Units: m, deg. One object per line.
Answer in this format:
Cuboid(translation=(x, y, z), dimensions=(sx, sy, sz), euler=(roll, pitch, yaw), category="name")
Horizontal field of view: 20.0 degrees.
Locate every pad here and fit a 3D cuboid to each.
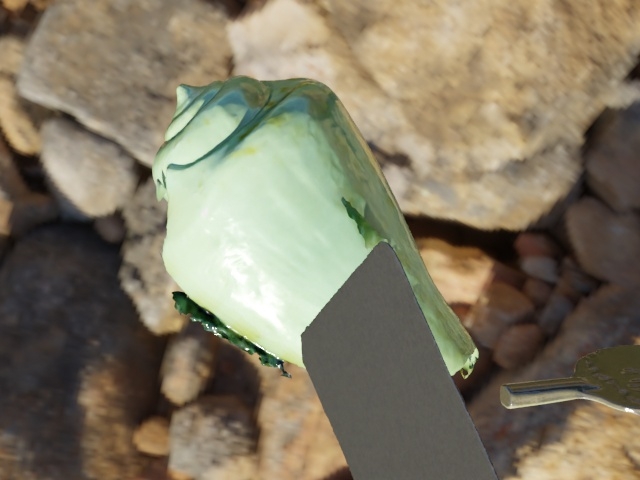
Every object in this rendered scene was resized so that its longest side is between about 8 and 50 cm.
Cuboid(translation=(0.037, 0.088, 0.702), dimensions=(0.157, 0.003, 0.112), euler=(66, 152, 16), category="pad")

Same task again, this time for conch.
Cuboid(translation=(-0.019, 0.005, 1.170), dimensions=(0.137, 0.143, 0.250), euler=(-21, 94, 36), category="conch")

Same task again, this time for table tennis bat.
Cuboid(translation=(0.285, 0.138, 1.753), dimensions=(0.131, 0.234, 0.022), euler=(-127, 37, -60), category="table tennis bat")
